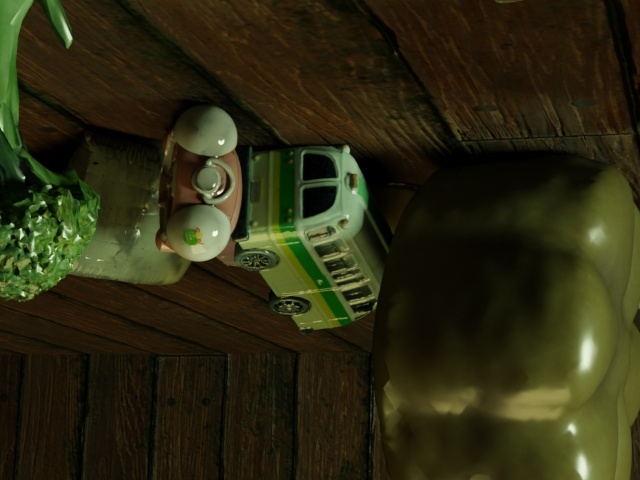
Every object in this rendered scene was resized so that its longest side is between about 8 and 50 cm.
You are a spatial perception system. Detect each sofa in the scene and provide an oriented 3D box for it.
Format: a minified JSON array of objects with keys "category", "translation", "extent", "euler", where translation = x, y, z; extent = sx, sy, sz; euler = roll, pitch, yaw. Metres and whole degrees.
[{"category":"sofa","translation":[-0.267,-0.063,1.720],"extent":[0.210,0.176,0.225],"euler":[10,-165,-36]}]

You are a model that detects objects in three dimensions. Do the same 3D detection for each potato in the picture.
[{"category":"potato","translation":[0.018,-0.009,1.886],"extent":[0.120,0.100,0.261],"euler":[8,167,-30]}]

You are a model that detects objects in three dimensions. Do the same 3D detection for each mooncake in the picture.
[{"category":"mooncake","translation":[0.244,0.133,1.675],"extent":[0.262,0.467,0.467],"euler":[0,169,21]}]

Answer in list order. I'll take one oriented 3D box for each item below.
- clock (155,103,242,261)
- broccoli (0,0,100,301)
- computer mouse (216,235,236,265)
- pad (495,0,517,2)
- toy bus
[{"category":"clock","translation":[-0.125,-0.057,1.519],"extent":[0.093,0.165,0.162],"euler":[5,176,-9]},{"category":"broccoli","translation":[-0.322,-0.112,0.943],"extent":[0.321,0.310,0.413],"euler":[-15,126,39]},{"category":"computer mouse","translation":[-0.118,-0.007,2.025],"extent":[0.126,0.056,0.245],"euler":[0,169,12]},{"category":"pad","translation":[0.079,-0.230,0.968],"extent":[0.284,0.018,0.286],"euler":[5,168,-20]},{"category":"toy bus","translation":[0.000,0.000,1.712],"extent":[0.165,0.133,0.276],"euler":[-8,151,15]}]
